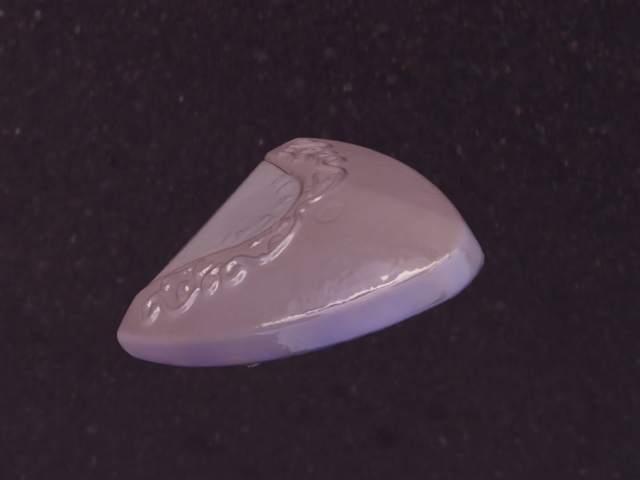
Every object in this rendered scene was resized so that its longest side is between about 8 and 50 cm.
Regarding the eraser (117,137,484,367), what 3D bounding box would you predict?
[{"bbox_3d":[0.000,-0.001,0.865,0.243,0.204,0.059,2,134,49],"label":"eraser"}]
